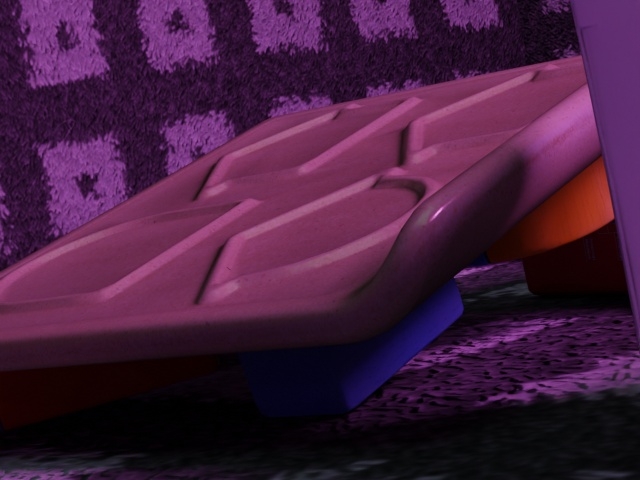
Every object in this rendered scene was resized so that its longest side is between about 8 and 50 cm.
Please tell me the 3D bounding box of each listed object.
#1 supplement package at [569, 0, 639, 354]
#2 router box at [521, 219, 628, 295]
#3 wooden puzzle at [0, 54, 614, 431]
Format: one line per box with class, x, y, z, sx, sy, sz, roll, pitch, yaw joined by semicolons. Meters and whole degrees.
supplement package;0.153;-0.018;0.439;0.134;0.139;0.244;-10;4;15
router box;0.319;-0.045;0.851;0.335;0.082;0.301;-12;4;-29
wooden puzzle;0.000;0.000;0.755;0.348;0.080;0.322;-14;14;40
